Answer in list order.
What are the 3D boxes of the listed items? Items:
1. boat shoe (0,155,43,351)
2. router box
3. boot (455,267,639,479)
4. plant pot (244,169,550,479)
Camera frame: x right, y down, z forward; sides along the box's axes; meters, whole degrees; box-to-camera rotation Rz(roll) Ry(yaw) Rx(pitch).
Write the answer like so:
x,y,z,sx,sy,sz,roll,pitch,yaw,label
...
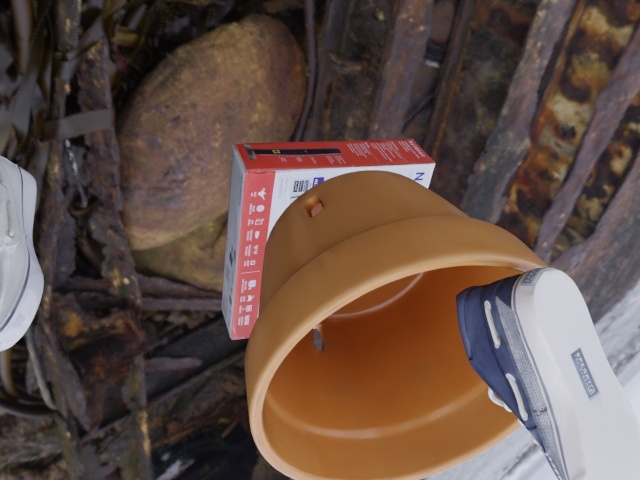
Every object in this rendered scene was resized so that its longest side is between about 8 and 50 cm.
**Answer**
x,y,z,sx,sy,sz,roll,pitch,yaw,label
-0.383,-0.002,0.689,0.096,0.267,0.088,-23,145,12,boat shoe
0.000,0.000,0.986,0.301,0.082,0.335,-5,129,-20,router box
0.164,0.115,0.433,0.069,0.190,0.086,-15,176,-30,boot
0.062,0.068,0.578,0.291,0.203,0.290,-8,128,-11,plant pot
